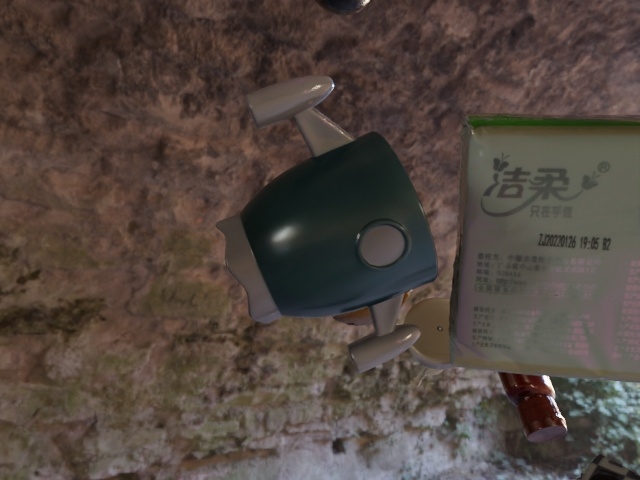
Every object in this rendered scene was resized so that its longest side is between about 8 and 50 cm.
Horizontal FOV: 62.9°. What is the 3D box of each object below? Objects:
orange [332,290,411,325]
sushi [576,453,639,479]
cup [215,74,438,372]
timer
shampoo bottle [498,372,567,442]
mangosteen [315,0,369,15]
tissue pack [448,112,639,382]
[{"bbox_3d":[0.102,0.081,1.318,0.274,0.274,0.274,1,-11,0],"label":"orange"},{"bbox_3d":[0.316,0.351,0.586,0.139,0.201,0.031,28,18,1],"label":"sushi"},{"bbox_3d":[0.000,0.000,0.503,0.173,0.299,0.167,-22,17,-4],"label":"cup"},{"bbox_3d":[0.301,0.286,1.364,0.175,0.175,0.266,-1,-35,7],"label":"timer"},{"bbox_3d":[0.377,0.224,1.011,0.076,0.314,0.118,-37,-50,27],"label":"shampoo bottle"},{"bbox_3d":[0.083,-0.792,1.535,0.265,0.228,0.228,-33,-4,-14],"label":"mangosteen"},{"bbox_3d":[0.377,0.002,0.672,0.405,0.332,0.205,3,17,12],"label":"tissue pack"}]
